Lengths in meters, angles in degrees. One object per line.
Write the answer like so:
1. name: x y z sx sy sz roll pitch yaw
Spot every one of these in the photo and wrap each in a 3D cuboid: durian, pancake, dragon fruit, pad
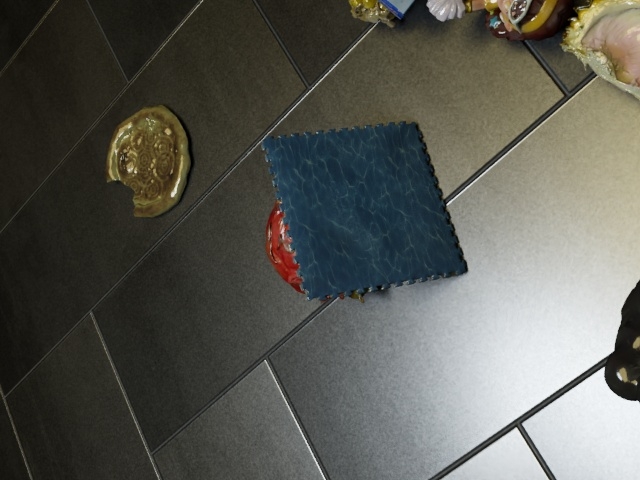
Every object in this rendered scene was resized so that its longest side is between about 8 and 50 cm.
1. durian: 0.428 -0.237 1.189 0.140 0.078 0.224 -37 74 13
2. pancake: -0.338 -0.158 1.758 0.235 0.029 0.212 41 106 31
3. dragon fruit: 0.000 0.000 1.400 0.172 0.172 0.209 -15 116 34
4. pad: 0.065 -0.051 1.335 0.012 0.269 0.270 127 129 -62

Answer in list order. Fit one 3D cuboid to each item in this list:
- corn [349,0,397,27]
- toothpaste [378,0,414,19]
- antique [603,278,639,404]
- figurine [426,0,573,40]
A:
1. corn: 0.114 -0.500 1.428 0.106 0.106 0.305 15 92 36
2. toothpaste: 0.184 -0.462 1.350 0.066 0.053 0.272 39 92 -3
3. antique: 0.496 0.136 1.021 0.322 0.185 0.255 41 106 29
4. figurine: 0.261 -0.370 1.299 0.240 0.115 0.175 43 107 38
